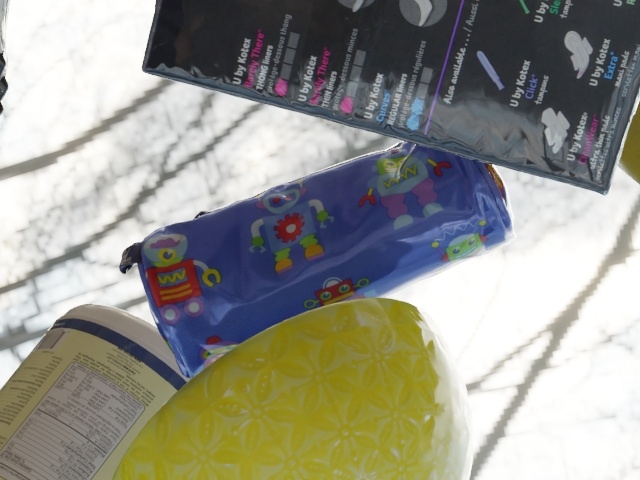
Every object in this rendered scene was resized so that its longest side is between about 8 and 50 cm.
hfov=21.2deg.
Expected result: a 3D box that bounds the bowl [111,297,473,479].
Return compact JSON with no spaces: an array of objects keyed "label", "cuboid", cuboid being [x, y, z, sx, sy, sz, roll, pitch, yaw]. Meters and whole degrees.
[{"label":"bowl","cuboid":[0.007,0.196,1.222,0.289,0.289,0.156,-24,-126,-19]}]

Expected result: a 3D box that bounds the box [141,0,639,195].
[{"label":"box","cuboid":[0.052,-0.145,0.988,0.270,0.143,0.165,14,-162,-1]}]

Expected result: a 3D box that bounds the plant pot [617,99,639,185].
[{"label":"plant pot","cuboid":[0.341,-0.177,1.487,0.212,0.187,0.212,-8,-154,-14]}]

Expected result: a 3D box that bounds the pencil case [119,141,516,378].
[{"label":"pencil case","cuboid":[0.000,0.000,1.370,0.306,0.119,0.133,-23,-124,4]}]

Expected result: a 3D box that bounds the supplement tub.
[{"label":"supplement tub","cuboid":[-0.259,0.253,1.753,0.235,0.235,0.325,10,-128,40]}]

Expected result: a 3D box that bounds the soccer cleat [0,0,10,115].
[{"label":"soccer cleat","cuboid":[-0.199,-0.117,0.771,0.116,0.318,0.108,40,-146,15]}]
